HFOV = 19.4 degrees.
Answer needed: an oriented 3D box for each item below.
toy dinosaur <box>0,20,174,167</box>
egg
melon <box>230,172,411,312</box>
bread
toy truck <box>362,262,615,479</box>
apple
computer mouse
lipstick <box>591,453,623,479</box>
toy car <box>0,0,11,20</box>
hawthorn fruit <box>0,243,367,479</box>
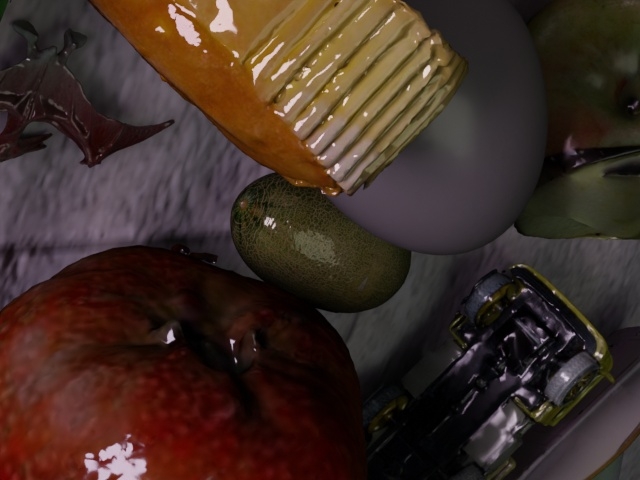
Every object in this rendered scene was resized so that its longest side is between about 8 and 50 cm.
[{"bbox_3d":[-0.188,-0.084,1.173,0.220,0.032,0.108,4,126,-32],"label":"toy dinosaur"},{"bbox_3d":[0.067,-0.090,1.265,0.176,0.176,0.232,-37,123,-9],"label":"egg"},{"bbox_3d":[0.000,0.000,1.357,0.162,0.099,0.099,22,109,-47],"label":"melon"},{"bbox_3d":[-0.042,-0.137,1.091,0.250,0.179,0.133,40,92,-7],"label":"bread"},{"bbox_3d":[0.126,0.155,1.590,0.272,0.124,0.157,-46,161,6],"label":"toy truck"},{"bbox_3d":[0.212,-0.090,1.409,0.207,0.174,0.188,-46,168,-6],"label":"apple"},{"bbox_3d":[0.229,0.169,1.684,0.245,0.126,0.056,-42,106,-19],"label":"computer mouse"},{"bbox_3d":[0.248,0.295,1.861,0.076,0.076,0.304,-22,137,-26],"label":"lipstick"},{"bbox_3d":[-0.232,-0.183,0.929,0.213,0.176,0.359,2,122,-43],"label":"toy car"},{"bbox_3d":[-0.134,0.182,1.264,0.285,0.285,0.369,11,124,-46],"label":"hawthorn fruit"}]
